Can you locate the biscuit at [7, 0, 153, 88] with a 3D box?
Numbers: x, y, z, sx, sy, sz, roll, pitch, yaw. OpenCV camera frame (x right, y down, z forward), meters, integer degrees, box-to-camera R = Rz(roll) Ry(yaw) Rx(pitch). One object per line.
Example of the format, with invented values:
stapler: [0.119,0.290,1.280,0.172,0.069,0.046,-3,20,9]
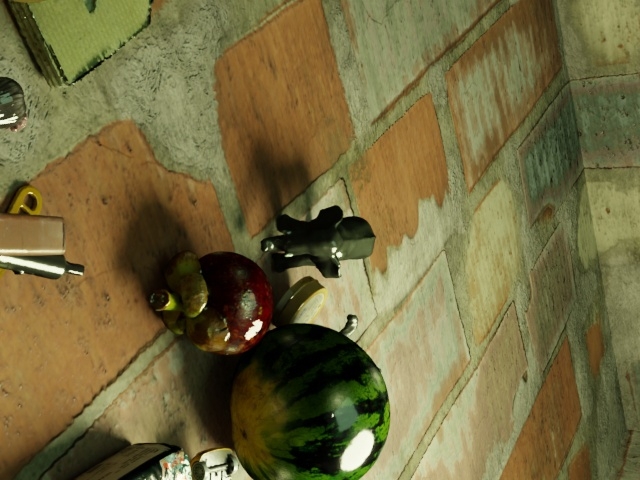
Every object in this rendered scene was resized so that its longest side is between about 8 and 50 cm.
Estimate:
biscuit: [-0.290,-0.311,1.280,0.250,0.046,0.147,-53,131,-43]

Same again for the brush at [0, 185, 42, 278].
brush: [-0.385,0.048,1.158,0.103,0.013,0.272,54,46,-44]

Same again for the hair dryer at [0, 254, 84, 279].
hair dryer: [-0.354,0.041,1.136,0.248,0.077,0.196,17,72,-57]

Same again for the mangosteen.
mangosteen: [-0.159,0.096,1.426,0.181,0.156,0.146,-19,137,-28]

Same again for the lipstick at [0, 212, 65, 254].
lipstick: [-0.331,-0.006,1.068,0.145,0.045,0.045,3,87,-67]

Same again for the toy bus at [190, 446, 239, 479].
toy bus: [-0.169,0.378,1.453,0.069,0.074,0.162,1,91,-51]

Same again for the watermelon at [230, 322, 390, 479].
watermelon: [-0.018,0.258,1.539,0.269,0.268,0.269,0,90,-58]

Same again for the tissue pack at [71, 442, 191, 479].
tissue pack: [-0.253,0.326,1.292,0.170,0.103,0.091,-26,105,-56]

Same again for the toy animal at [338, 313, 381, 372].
toy animal: [0.027,0.234,1.762,0.148,0.084,0.233,-62,142,-36]

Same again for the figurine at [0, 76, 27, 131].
figurine: [-0.381,-0.138,1.127,0.129,0.054,0.072,-41,128,-48]

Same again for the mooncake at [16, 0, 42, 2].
mooncake: [-0.351,-0.385,1.100,0.234,0.117,0.235,14,68,-39]

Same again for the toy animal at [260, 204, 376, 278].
toy animal: [-0.001,-0.005,1.654,0.245,0.146,0.115,-26,113,-55]

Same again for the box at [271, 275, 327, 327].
box: [-0.034,0.109,1.657,0.105,0.037,0.105,-43,159,-22]
